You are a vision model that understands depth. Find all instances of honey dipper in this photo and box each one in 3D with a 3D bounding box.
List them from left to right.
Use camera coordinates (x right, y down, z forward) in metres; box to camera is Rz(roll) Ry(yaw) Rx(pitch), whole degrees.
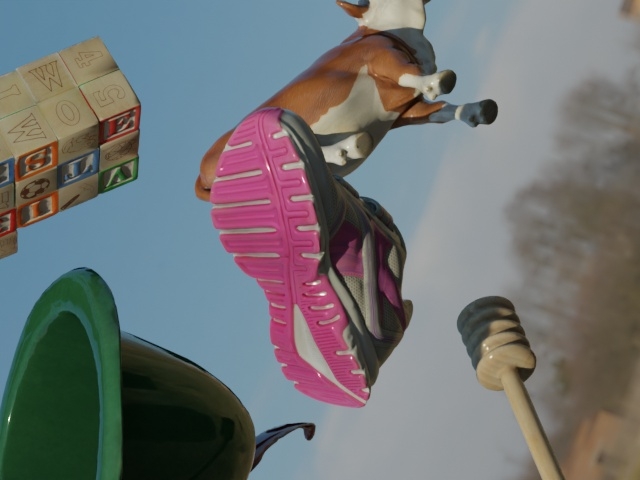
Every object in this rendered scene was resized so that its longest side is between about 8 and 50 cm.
[{"bbox_3d":[0.098,0.090,0.900,0.161,0.030,0.030,-109,23,-45],"label":"honey dipper"}]

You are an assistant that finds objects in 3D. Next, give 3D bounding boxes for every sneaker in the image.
[{"bbox_3d":[0.000,0.000,1.512,0.111,0.103,0.252,-47,-48,-39],"label":"sneaker"}]

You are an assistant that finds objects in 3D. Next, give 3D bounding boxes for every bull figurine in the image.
[{"bbox_3d":[0.030,-0.116,1.737,0.310,0.188,0.101,-45,-52,-23],"label":"bull figurine"}]

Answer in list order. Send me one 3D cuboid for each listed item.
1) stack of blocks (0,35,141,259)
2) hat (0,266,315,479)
[{"bbox_3d":[-0.314,-0.055,1.805,0.297,0.087,0.171,-25,-23,-20],"label":"stack of blocks"},{"bbox_3d":[-0.037,0.105,0.870,0.208,0.183,0.173,-102,32,-42],"label":"hat"}]
